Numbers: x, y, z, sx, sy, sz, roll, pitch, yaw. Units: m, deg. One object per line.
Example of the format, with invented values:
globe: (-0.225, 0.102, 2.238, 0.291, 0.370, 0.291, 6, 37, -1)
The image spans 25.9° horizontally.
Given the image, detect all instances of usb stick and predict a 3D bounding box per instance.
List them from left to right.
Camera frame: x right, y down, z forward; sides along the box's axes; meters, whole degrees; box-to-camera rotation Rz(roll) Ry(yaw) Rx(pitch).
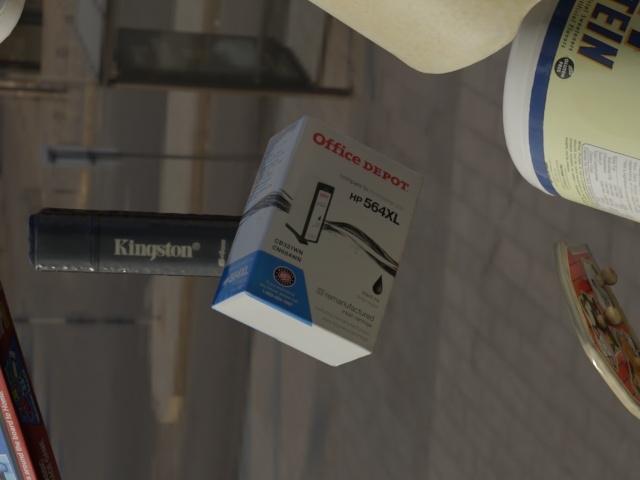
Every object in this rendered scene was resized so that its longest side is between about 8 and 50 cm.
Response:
usb stick: (-0.206, 0.004, 1.647, 0.045, 0.278, 0.077, -153, 65, -84)

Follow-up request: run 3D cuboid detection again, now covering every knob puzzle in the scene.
knob puzzle: (0.273, 0.082, 1.286, 0.030, 0.213, 0.213, -29, 48, 20)

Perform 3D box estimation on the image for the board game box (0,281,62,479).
board game box: (-0.232, 0.140, 0.871, 0.027, 0.145, 0.281, -57, -36, -51)

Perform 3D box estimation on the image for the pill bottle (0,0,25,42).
pill bottle: (-0.289, -0.196, 1.071, 0.216, 0.121, 0.121, -161, 73, -73)

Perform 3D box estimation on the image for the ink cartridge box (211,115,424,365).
ink cartridge box: (0.000, 0.000, 1.379, 0.086, 0.148, 0.203, -28, 40, 59)

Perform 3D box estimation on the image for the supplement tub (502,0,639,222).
supplement tub: (0.338, -0.112, 1.123, 0.325, 0.235, 0.235, 20, 113, 32)

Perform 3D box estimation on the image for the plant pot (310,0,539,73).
plant pot: (0.038, -0.295, 1.012, 0.334, 0.305, 0.334, -39, 28, 26)
